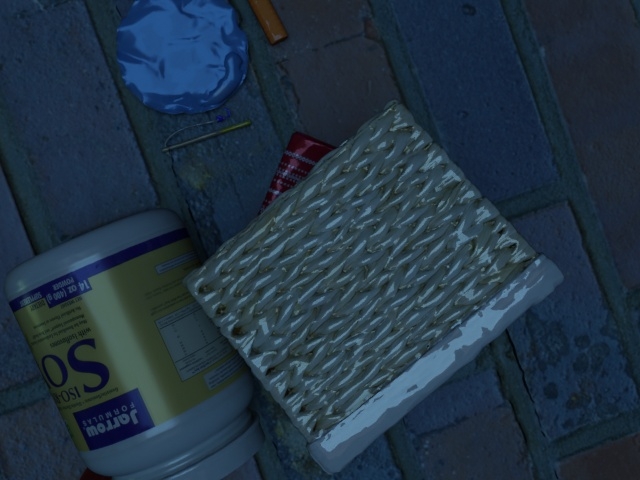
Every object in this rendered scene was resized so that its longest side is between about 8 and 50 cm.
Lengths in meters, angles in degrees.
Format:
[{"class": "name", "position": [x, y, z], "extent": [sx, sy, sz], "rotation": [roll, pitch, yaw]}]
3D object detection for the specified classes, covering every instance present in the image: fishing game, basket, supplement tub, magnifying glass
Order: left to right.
[{"class": "supplement tub", "position": [-0.230, 0.149, 0.971], "extent": [0.241, 0.241, 0.331], "rotation": [-24, 92, -2]}, {"class": "fishing game", "position": [-0.194, -0.270, 1.067], "extent": [0.189, 0.041, 0.264], "rotation": [-23, 101, -2]}, {"class": "magnifying glass", "position": [-0.112, -0.388, 1.075], "extent": [0.092, 0.026, 0.231], "rotation": [-28, 93, -2]}, {"class": "basket", "position": [0.049, 0.051, 0.918], "extent": [0.331, 0.328, 0.266], "rotation": [-42, 89, 0]}]

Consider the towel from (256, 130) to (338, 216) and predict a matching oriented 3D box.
[{"class": "towel", "position": [0.000, 0.000, 1.087], "extent": [0.199, 0.031, 0.274], "rotation": [23, 90, -3]}]

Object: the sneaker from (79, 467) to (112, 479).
[{"class": "sneaker", "position": [-0.296, 0.401, 1.062], "extent": [0.087, 0.128, 0.221], "rotation": [12, 59, 14]}]
